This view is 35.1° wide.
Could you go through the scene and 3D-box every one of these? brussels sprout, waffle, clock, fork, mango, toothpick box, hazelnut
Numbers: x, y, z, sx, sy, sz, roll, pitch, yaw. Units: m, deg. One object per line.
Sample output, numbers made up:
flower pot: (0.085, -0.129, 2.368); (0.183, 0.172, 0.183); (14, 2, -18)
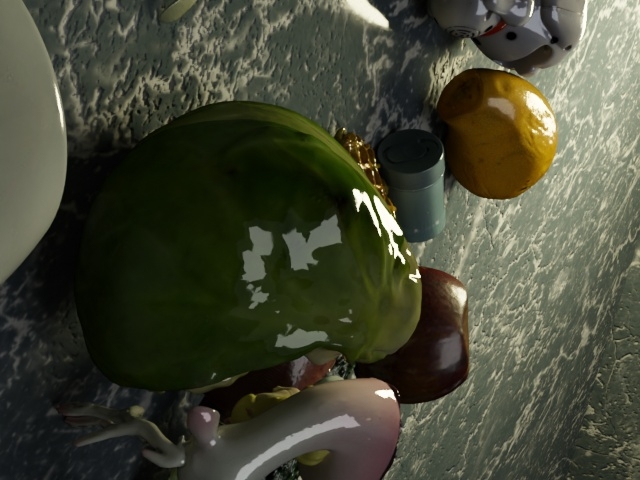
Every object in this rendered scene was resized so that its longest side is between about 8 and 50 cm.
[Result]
brussels sprout: (-0.069, 0.014, 1.059); (0.371, 0.276, 0.314); (2, 98, -30)
waffle: (0.062, -0.032, 1.401); (0.231, 0.051, 0.228); (-83, 150, -46)
clock: (0.251, -0.353, 1.491); (0.254, 0.189, 0.189); (8, 105, -45)
fork: (-0.100, -0.309, 1.063); (0.219, 0.028, 0.034); (-53, 157, -13)
mango: (0.296, -0.172, 1.666); (0.359, 0.187, 0.144); (62, 18, -64)
toothpick box: (0.141, -0.083, 1.554); (0.101, 0.101, 0.153); (-47, 148, -29)
hazelnut: (0.144, 0.154, 1.670); (0.218, 0.218, 0.234); (-22, 111, -51)

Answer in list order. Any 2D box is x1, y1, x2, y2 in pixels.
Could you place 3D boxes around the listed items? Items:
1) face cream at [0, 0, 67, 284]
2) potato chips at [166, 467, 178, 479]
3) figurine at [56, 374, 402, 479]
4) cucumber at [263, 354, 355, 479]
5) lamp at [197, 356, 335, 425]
face cream: (-0.350, -0.051, 0.619); (0.357, 0.219, 0.312); (-24, 115, -43)
potato chips: (-0.157, 0.321, 1.349); (0.167, 0.059, 0.228); (-25, 147, -59)
figurine: (-0.106, 0.256, 1.109); (0.316, 0.284, 0.206); (3, 72, -42)
cucumber: (-0.022, 0.229, 1.409); (0.359, 0.096, 0.096); (-61, 152, 2)
lamp: (-0.066, 0.127, 1.308); (0.258, 0.180, 0.180); (-57, 150, -13)
